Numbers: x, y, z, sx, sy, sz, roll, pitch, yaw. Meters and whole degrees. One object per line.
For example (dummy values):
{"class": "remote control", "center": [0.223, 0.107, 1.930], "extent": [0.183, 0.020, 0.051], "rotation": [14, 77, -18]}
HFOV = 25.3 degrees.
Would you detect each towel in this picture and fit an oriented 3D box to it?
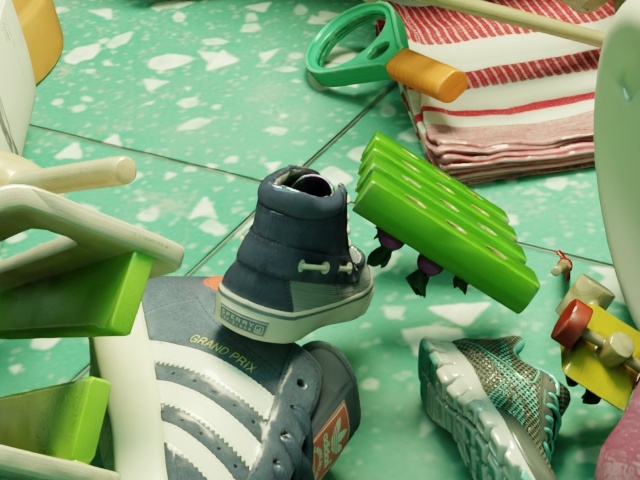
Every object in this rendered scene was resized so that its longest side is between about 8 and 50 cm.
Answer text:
{"class": "towel", "center": [0.181, -0.156, 1.216], "extent": [0.237, 0.037, 0.329], "rotation": [-9, 34, -3]}

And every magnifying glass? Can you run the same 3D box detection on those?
{"class": "magnifying glass", "center": [0.055, -0.153, 1.191], "extent": [0.092, 0.026, 0.231], "rotation": [-43, 31, -6]}

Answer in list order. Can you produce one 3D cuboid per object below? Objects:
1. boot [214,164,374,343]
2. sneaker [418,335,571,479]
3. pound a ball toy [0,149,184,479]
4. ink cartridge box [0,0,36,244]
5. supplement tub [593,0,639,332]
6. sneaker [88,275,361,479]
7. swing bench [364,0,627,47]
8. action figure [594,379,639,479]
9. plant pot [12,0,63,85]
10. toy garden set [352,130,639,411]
{"class": "boot", "center": [0.000, 0.000, 0.833], "extent": [0.069, 0.086, 0.190], "rotation": [21, 13, 10]}
{"class": "sneaker", "center": [0.115, 0.103, 0.826], "extent": [0.076, 0.065, 0.166], "rotation": [-11, 35, -12]}
{"class": "pound a ball toy", "center": [-0.191, 0.019, 0.786], "extent": [0.136, 0.208, 0.319], "rotation": [20, -14, -24]}
{"class": "ink cartridge box", "center": [-0.343, -0.068, 1.093], "extent": [0.207, 0.117, 0.283], "rotation": [-5, 40, 4]}
{"class": "supplement tub", "center": [0.351, -0.053, 0.842], "extent": [0.331, 0.241, 0.241], "rotation": [-9, 34, -4]}
{"class": "sneaker", "center": [-0.039, 0.128, 0.764], "extent": [0.148, 0.131, 0.350], "rotation": [-5, 38, -12]}
{"class": "swing bench", "center": [0.154, -0.299, 1.146], "extent": [0.253, 0.165, 0.254], "rotation": [11, 40, -20]}
{"class": "action figure", "center": [0.147, 0.199, 0.620], "extent": [0.370, 0.275, 0.248], "rotation": [-45, 24, -16]}
{"class": "plant pot", "center": [-0.400, -0.247, 1.315], "extent": [0.291, 0.203, 0.291], "rotation": [-4, 35, 3]}
{"class": "toy garden set", "center": [0.106, 0.019, 0.883], "extent": [0.204, 0.049, 0.244], "rotation": [32, 11, -3]}
